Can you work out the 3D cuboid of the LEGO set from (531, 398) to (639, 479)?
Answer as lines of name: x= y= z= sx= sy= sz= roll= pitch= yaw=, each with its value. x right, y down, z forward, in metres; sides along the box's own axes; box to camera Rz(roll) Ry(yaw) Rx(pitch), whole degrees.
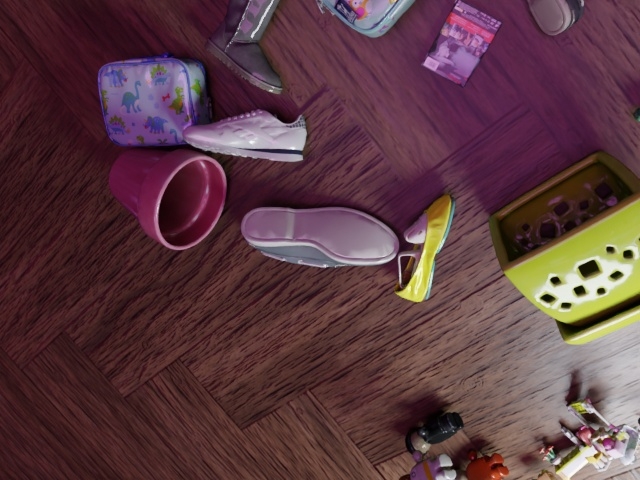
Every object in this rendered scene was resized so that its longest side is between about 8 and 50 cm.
LEGO set: x=0.505 y=0.404 z=1.013 sx=0.107 sy=0.132 sz=0.287 roll=45 pitch=141 yaw=16

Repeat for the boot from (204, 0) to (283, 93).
boot: x=-0.103 y=-0.403 z=0.930 sx=0.189 sy=0.076 sz=0.208 roll=36 pitch=109 yaw=0

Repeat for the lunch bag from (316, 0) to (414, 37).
lunch bag: x=0.088 y=-0.487 z=0.809 sx=0.224 sy=0.108 sz=0.279 roll=44 pitch=116 yaw=-2

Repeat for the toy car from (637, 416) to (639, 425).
toy car: x=0.683 y=0.348 z=0.918 sx=0.188 sy=0.155 sz=0.149 roll=-14 pitch=105 yaw=34

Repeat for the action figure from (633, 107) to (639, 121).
action figure: x=0.615 y=-0.189 z=0.783 sx=0.232 sy=0.063 sz=0.137 roll=6 pitch=114 yaw=19

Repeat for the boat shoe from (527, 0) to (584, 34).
boat shoe: x=0.348 y=-0.426 z=0.789 sx=0.065 sy=0.075 sz=0.206 roll=-27 pitch=96 yaw=-19

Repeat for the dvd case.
dvd case: x=0.241 y=-0.336 z=0.870 sx=0.087 sy=0.013 sz=0.119 roll=30 pitch=114 yaw=5

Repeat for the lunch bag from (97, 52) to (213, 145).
lunch bag: x=-0.332 y=-0.283 z=1.027 sx=0.219 sy=0.090 sz=0.176 roll=2 pitch=111 yaw=17

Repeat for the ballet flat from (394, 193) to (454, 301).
ballet flat: x=0.192 y=0.016 z=0.976 sx=0.077 sy=0.077 sz=0.231 roll=9 pitch=115 yaw=-3

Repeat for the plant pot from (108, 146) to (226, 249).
plant pot: x=-0.325 y=-0.105 z=1.047 sx=0.180 sy=0.201 sz=0.201 roll=24 pitch=116 yaw=25

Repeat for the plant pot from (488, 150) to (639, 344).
plant pot: x=0.436 y=0.020 z=0.829 sx=0.227 sy=0.228 sz=0.207 roll=-34 pitch=103 yaw=24

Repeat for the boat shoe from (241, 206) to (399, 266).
boat shoe: x=0.000 y=0.000 z=1.043 sx=0.319 sy=0.116 sz=0.099 roll=7 pitch=155 yaw=8

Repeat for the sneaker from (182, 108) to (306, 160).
sneaker: x=-0.145 y=-0.208 z=0.980 sx=0.235 sy=0.090 sz=0.095 roll=4 pitch=100 yaw=-11

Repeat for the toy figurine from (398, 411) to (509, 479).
toy figurine: x=0.269 y=0.498 z=1.061 sx=0.213 sy=0.209 sz=0.148 roll=44 pitch=122 yaw=-1
